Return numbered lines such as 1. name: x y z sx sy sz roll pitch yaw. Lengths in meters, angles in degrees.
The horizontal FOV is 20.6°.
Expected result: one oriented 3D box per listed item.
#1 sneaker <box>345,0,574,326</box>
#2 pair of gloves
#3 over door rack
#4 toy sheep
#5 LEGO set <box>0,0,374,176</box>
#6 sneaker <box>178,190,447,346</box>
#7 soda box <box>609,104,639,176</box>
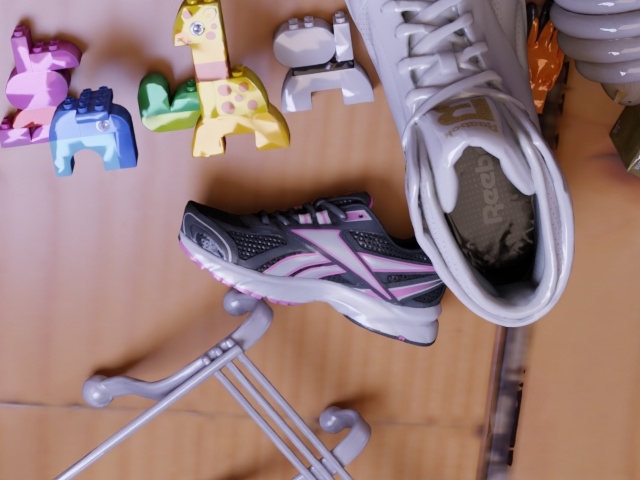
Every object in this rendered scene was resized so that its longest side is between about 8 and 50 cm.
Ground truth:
1. sneaker: 0.077 -0.098 0.963 0.108 0.169 0.293 -18 104 2
2. pair of gloves: 0.105 -0.113 1.057 0.083 0.010 0.074 11 114 -5
3. over door rack: -0.101 0.214 1.137 0.324 0.108 0.239 -41 111 -6
4. toy sheep: 0.170 -0.137 1.001 0.091 0.091 0.132 -13 116 5
5. LEGO set: -0.085 -0.101 1.018 0.227 0.087 0.093 -7 115 1
6. sneaker: 0.000 0.000 1.086 0.178 0.072 0.077 17 102 -17
7. soda box: 0.242 -0.114 1.030 0.058 0.061 0.181 23 113 -12
